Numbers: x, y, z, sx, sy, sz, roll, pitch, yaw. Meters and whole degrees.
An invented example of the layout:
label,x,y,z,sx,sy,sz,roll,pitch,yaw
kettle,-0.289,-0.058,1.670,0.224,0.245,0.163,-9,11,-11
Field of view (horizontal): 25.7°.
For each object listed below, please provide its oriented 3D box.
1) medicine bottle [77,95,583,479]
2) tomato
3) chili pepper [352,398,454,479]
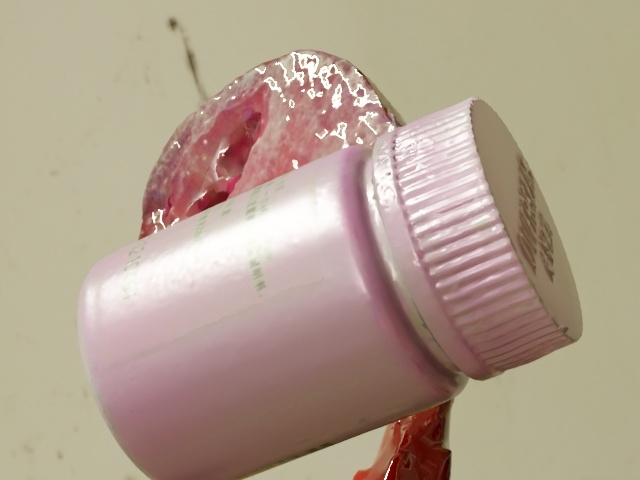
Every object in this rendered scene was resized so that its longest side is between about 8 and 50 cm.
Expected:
label,x,y,z,sx,sy,sz,roll,pitch,yaw
medicine bottle,0.006,0.039,0.916,0.291,0.178,0.178,-24,-19,18
tomato,0.005,0.004,1.244,0.176,0.335,0.289,23,-69,-44
chili pepper,0.071,0.269,1.335,0.110,0.387,0.110,11,-33,8
